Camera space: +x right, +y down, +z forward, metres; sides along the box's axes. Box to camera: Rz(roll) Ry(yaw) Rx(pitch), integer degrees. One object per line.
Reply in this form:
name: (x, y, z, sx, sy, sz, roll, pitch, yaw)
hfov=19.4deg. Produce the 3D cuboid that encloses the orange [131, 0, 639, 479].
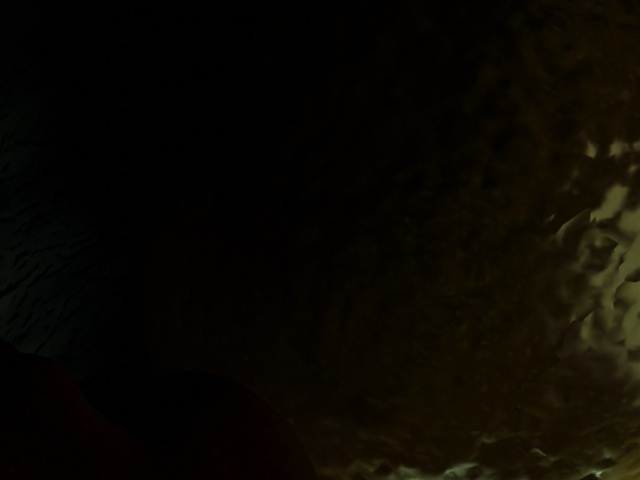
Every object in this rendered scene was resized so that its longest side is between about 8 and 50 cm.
orange: (0.062, 0.007, 0.920, 0.322, 0.322, 0.357, -33, 150, -55)

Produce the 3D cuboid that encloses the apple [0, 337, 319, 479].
apple: (-0.129, 0.192, 0.697, 0.288, 0.288, 0.316, 5, 94, -68)
